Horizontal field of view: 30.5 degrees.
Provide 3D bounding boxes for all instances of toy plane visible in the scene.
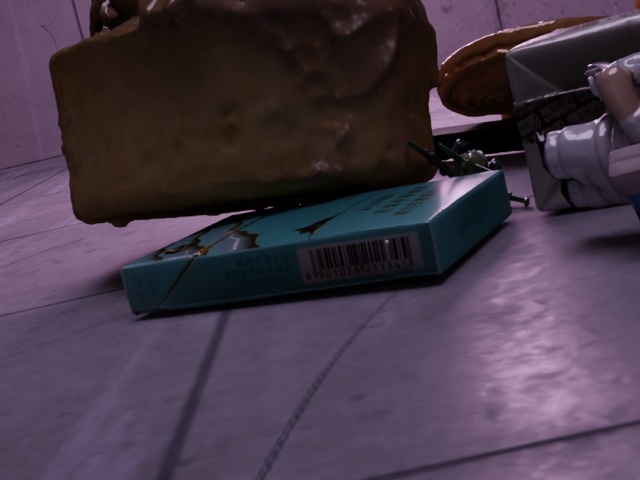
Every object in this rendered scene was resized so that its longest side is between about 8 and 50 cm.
[{"bbox_3d":[0.114,-0.050,0.899,0.102,0.040,0.111,32,-1,11],"label":"toy plane"}]

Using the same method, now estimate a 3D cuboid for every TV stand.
[{"bbox_3d":[0.200,-0.102,1.122,0.257,0.040,0.049,-3,15,44],"label":"TV stand"}]

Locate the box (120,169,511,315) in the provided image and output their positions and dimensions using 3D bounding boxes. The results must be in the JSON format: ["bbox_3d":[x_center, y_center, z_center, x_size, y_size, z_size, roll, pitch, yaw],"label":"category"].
[{"bbox_3d":[-0.001,0.000,0.814,0.229,0.041,0.162,-9,10,27],"label":"box"}]

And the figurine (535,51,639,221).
[{"bbox_3d":[0.232,-0.058,0.644,0.229,0.137,0.112,-11,41,34],"label":"figurine"}]

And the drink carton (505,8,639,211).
[{"bbox_3d":[0.316,-0.122,0.836,0.325,0.132,0.194,-10,9,22],"label":"drink carton"}]

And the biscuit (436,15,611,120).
[{"bbox_3d":[0.231,-0.155,1.148,0.202,0.044,0.289,-15,-15,27],"label":"biscuit"}]

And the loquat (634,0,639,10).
[{"bbox_3d":[0.445,-0.268,1.216,0.238,0.238,0.193,-14,31,-3],"label":"loquat"}]

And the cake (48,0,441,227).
[{"bbox_3d":[-0.069,-0.181,0.987,0.333,0.321,0.332,-5,1,0],"label":"cake"}]
